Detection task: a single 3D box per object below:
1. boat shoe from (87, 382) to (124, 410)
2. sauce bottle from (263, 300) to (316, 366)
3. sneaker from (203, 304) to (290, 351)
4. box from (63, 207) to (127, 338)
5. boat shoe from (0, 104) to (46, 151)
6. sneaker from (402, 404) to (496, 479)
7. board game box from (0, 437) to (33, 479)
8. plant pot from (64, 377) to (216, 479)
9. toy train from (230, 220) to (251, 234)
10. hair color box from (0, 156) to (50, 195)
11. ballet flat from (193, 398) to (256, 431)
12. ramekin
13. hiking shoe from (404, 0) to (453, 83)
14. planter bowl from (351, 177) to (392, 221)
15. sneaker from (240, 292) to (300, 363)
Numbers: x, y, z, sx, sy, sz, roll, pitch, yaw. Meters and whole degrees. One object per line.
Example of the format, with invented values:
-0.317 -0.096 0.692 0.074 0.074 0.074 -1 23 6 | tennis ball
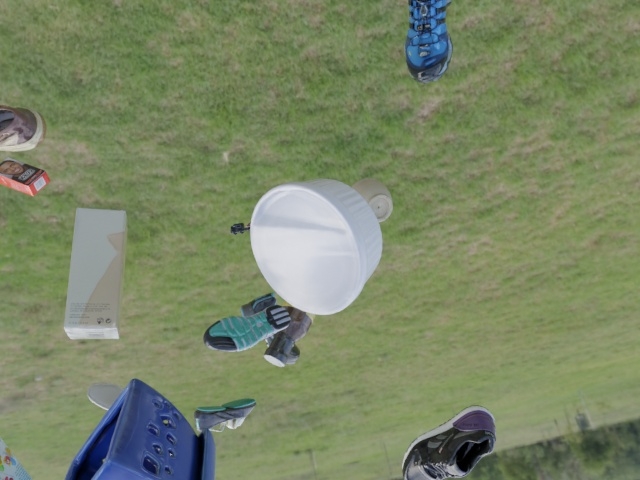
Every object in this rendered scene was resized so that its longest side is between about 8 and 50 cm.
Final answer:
-0.566 0.464 1.590 0.206 0.075 0.065 22 138 -22 | boat shoe
-0.069 0.217 1.704 0.111 0.344 0.111 22 150 13 | sauce bottle
-0.175 0.220 1.284 0.224 0.083 0.098 -10 153 -39 | sneaker
-0.566 0.086 1.419 0.121 0.311 0.148 3 160 -16 | box
-0.767 -0.226 1.170 0.342 0.123 0.123 -6 179 3 | boat shoe
0.296 0.514 1.325 0.283 0.107 0.124 -49 -175 21 | sneaker
-0.770 0.591 1.279 0.142 0.275 0.144 -30 -169 -3 | board game box
-0.317 0.431 0.982 0.212 0.236 0.236 34 101 -17 | plant pot
-0.205 -0.047 1.733 0.158 0.036 0.027 -9 171 9 | toy train
-0.851 -0.182 1.581 0.141 0.072 0.043 18 141 16 | hair color box
-0.248 0.458 1.452 0.074 0.074 0.203 -28 159 31 | ballet flat
0.000 0.000 1.113 0.273 0.273 0.127 -37 178 43 | ramekin
0.229 -0.500 1.243 0.113 0.304 0.132 -3 162 28 | hiking shoe
0.180 -0.124 1.911 0.162 0.109 0.162 -8 112 -20 | planter bowl
-0.150 0.332 2.059 0.140 0.125 0.341 -33 127 2 | sneaker
